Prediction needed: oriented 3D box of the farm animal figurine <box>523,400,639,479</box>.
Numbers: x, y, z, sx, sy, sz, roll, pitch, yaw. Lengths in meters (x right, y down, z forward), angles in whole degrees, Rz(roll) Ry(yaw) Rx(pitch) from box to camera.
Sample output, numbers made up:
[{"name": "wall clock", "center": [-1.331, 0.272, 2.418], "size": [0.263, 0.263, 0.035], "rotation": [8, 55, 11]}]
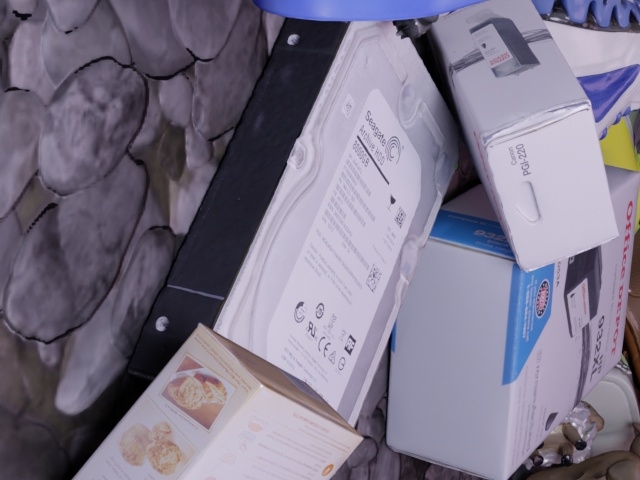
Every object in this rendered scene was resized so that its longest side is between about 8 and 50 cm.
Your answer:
[{"name": "farm animal figurine", "center": [0.370, 0.301, 1.472], "size": [0.172, 0.327, 0.330], "rotation": [-90, 174, -71]}]

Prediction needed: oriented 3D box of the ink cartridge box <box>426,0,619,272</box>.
[{"name": "ink cartridge box", "center": [0.162, -0.107, 1.072], "size": [0.218, 0.092, 0.158], "rotation": [-103, 172, -47]}]

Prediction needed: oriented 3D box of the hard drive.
[{"name": "hard drive", "center": [0.000, 0.000, 0.978], "size": [0.237, 0.064, 0.339], "rotation": [52, 54, -52]}]

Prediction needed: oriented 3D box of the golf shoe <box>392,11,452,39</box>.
[{"name": "golf shoe", "center": [0.088, -0.227, 0.963], "size": [0.077, 0.094, 0.198], "rotation": [51, 23, -37]}]

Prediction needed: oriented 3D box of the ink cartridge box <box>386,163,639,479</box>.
[{"name": "ink cartridge box", "center": [0.195, 0.062, 1.251], "size": [0.307, 0.129, 0.223], "rotation": [-29, 125, -53]}]

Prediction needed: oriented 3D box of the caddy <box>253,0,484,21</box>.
[{"name": "caddy", "center": [0.011, -0.244, 0.748], "size": [0.341, 0.241, 0.179], "rotation": [-28, 129, -54]}]

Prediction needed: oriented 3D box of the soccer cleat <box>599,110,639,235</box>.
[{"name": "soccer cleat", "center": [0.314, -0.107, 1.469], "size": [0.121, 0.093, 0.289], "rotation": [-19, 124, -22]}]

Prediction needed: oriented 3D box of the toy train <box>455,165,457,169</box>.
[{"name": "toy train", "center": [0.102, -0.055, 1.174], "size": [0.083, 0.017, 0.023], "rotation": [-53, 130, -37]}]

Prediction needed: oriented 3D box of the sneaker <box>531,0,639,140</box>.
[{"name": "sneaker", "center": [0.286, -0.163, 1.307], "size": [0.315, 0.127, 0.182], "rotation": [10, 105, -30]}]

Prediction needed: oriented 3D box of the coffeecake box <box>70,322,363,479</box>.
[{"name": "coffeecake box", "center": [-0.080, 0.162, 0.817], "size": [0.185, 0.068, 0.142], "rotation": [-51, 145, 1]}]

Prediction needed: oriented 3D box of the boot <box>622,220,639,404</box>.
[{"name": "boot", "center": [0.408, 0.100, 1.633], "size": [0.109, 0.283, 0.220], "rotation": [-22, 160, -9]}]

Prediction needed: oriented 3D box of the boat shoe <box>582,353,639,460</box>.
[{"name": "boat shoe", "center": [0.360, 0.248, 1.612], "size": [0.091, 0.109, 0.305], "rotation": [-85, 164, -51]}]
